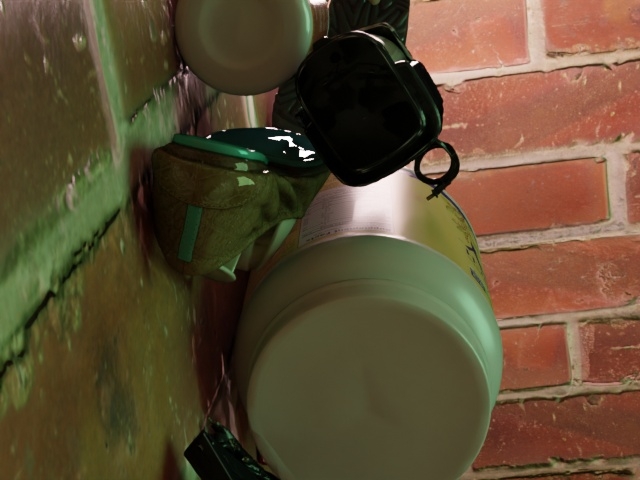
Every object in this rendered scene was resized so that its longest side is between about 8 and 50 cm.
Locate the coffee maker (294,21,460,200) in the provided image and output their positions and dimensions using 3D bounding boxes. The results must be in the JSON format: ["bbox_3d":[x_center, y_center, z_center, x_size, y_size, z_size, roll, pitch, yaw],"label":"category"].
[{"bbox_3d":[0.061,-0.110,1.076,0.120,0.171,0.178,-56,-179,14],"label":"coffee maker"}]

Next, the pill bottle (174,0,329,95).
[{"bbox_3d":[-0.055,-0.203,1.137,0.216,0.121,0.121,-61,144,-76],"label":"pill bottle"}]

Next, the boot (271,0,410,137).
[{"bbox_3d":[0.034,-0.084,1.715,0.445,0.146,0.367,94,16,-49],"label":"boot"}]

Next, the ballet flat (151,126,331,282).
[{"bbox_3d":[-0.067,-0.028,1.030,0.342,0.116,0.124,-44,148,-80],"label":"ballet flat"}]

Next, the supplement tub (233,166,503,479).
[{"bbox_3d":[0.044,0.079,1.157,0.331,0.240,0.241,-86,168,-69],"label":"supplement tub"}]

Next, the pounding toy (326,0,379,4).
[{"bbox_3d":[0.022,-0.377,1.546,0.270,0.154,0.154,-83,-170,-52],"label":"pounding toy"}]

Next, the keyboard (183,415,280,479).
[{"bbox_3d":[-0.012,0.249,0.985,0.317,0.033,0.201,52,-2,-39],"label":"keyboard"}]

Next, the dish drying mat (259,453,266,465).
[{"bbox_3d":[-0.059,0.184,1.241,0.032,0.008,0.083,57,28,-71],"label":"dish drying mat"}]
